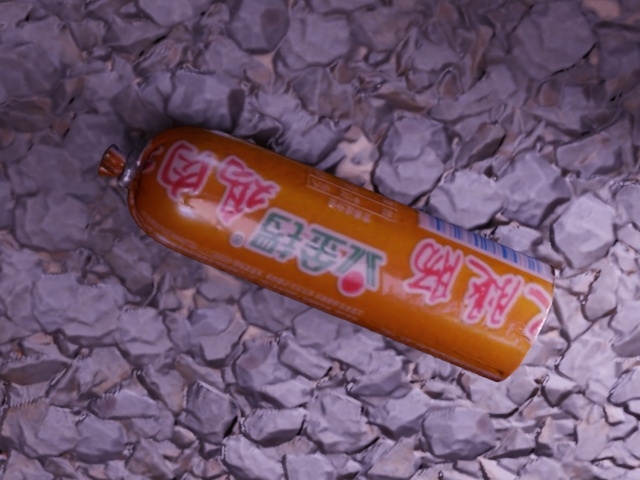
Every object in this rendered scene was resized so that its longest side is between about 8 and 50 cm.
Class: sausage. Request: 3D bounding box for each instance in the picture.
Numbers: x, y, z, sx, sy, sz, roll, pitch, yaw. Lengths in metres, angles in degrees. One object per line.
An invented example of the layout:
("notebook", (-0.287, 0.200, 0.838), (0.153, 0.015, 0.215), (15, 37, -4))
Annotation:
("sausage", (0.000, 0.000, 1.163), (0.312, 0.093, 0.093), (22, 118, -10))
